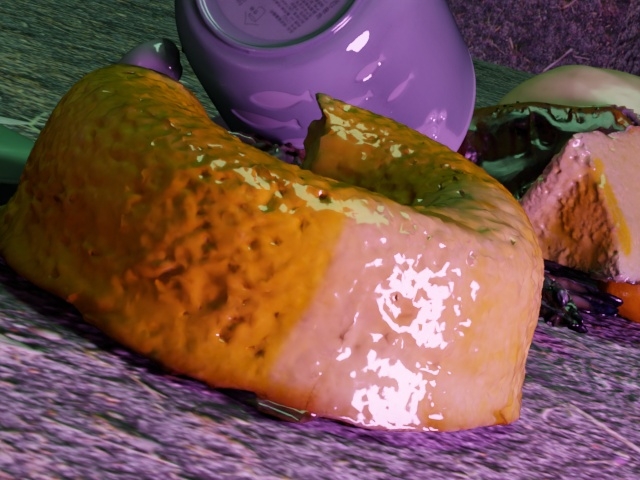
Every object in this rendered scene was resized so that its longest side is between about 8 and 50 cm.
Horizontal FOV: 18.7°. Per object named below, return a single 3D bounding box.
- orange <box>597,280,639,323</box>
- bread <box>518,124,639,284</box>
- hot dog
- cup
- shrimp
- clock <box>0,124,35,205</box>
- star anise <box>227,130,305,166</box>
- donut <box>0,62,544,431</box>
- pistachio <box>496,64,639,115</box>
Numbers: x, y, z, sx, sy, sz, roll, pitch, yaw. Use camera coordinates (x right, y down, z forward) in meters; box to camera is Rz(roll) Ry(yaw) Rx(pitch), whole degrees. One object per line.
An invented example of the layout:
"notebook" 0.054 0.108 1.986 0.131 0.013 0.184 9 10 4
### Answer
"orange" 0.323 0.053 1.957 0.086 0.062 0.086 6 1 0
"bread" 0.276 0.002 1.894 0.140 0.169 0.160 -5 53 -40
"hot dog" 0.227 -0.074 2.035 0.270 0.163 0.082 -3 -23 1
"cup" -0.045 -0.185 1.915 0.356 0.259 0.274 -18 -27 8
"shrimp" 0.230 0.051 1.835 0.198 0.051 0.262 13 7 -28
"clock" -0.321 -0.068 1.484 0.159 0.066 0.211 26 14 33
"star anise" -0.041 -0.040 1.764 0.236 0.093 0.229 29 9 26
"donut" 0.000 0.000 1.429 0.435 0.163 0.377 8 17 -46
"pistachio" 0.327 -0.073 2.179 0.309 0.230 0.230 33 15 15
